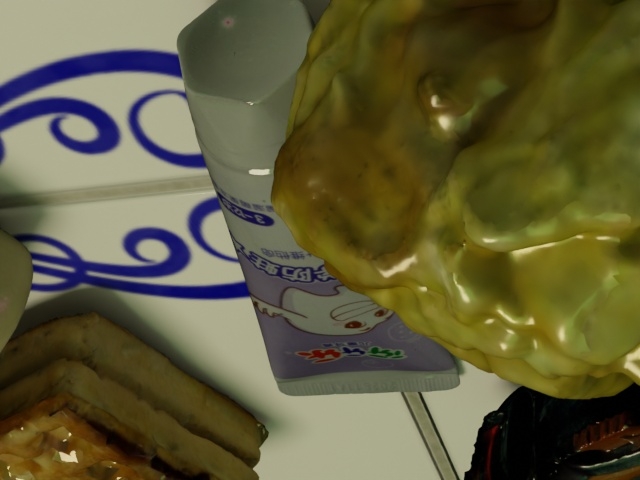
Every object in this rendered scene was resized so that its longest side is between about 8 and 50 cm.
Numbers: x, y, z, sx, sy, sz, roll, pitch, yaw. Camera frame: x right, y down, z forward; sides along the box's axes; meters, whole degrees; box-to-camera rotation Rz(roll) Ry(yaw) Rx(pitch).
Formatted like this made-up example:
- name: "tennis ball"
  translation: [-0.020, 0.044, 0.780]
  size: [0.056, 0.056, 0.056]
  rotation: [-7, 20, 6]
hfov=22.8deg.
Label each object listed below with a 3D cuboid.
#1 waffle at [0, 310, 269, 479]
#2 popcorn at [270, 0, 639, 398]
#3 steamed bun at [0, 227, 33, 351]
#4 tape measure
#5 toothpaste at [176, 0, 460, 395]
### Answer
- name: "waffle"
  translation: [-0.213, 0.172, 1.132]
  size: [0.308, 0.091, 0.213]
  rotation: [-25, 137, 28]
- name: "popcorn"
  translation: [0.108, -0.048, 0.701]
  size: [0.249, 0.249, 0.225]
  rotation: [23, 103, -18]
- name: "steamed bun"
  translation: [-0.307, 0.040, 0.950]
  size: [0.225, 0.170, 0.200]
  rotation: [34, 140, -27]
- name: "tape measure"
  translation: [0.225, 0.136, 0.994]
  size: [0.202, 0.135, 0.223]
  rotation: [24, 138, -20]
- name: "toothpaste"
  translation: [0.000, 0.000, 0.931]
  size: [0.125, 0.080, 0.371]
  rotation: [-4, 148, 10]
